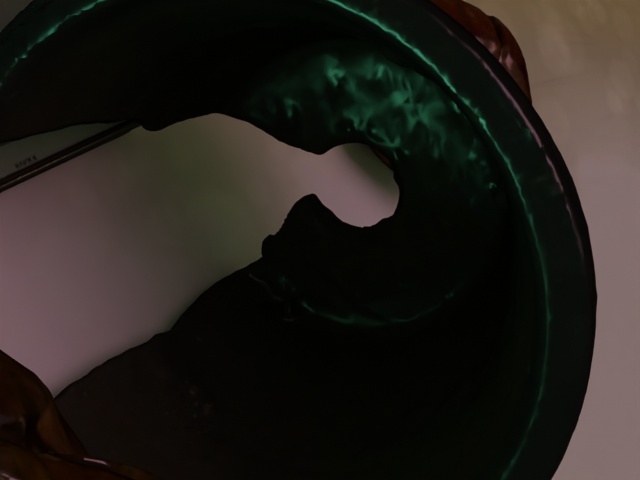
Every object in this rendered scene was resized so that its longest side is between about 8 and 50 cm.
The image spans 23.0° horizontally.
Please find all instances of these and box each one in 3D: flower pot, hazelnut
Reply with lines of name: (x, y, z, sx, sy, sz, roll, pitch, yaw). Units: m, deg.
flower pot: (0.000, 0.000, 0.924, 0.379, 0.379, 0.251, 65, 23, -7)
hazelnut: (0.090, -0.110, 1.194, 0.143, 0.143, 0.154, -52, 122, -43)

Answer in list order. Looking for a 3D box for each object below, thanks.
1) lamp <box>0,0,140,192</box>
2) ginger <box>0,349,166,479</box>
lamp: (-0.236, -0.153, 0.920, 0.269, 0.047, 0.266, -32, 100, -47)
ginger: (-0.274, 0.124, 0.688, 0.418, 0.254, 0.176, -3, 107, -28)
